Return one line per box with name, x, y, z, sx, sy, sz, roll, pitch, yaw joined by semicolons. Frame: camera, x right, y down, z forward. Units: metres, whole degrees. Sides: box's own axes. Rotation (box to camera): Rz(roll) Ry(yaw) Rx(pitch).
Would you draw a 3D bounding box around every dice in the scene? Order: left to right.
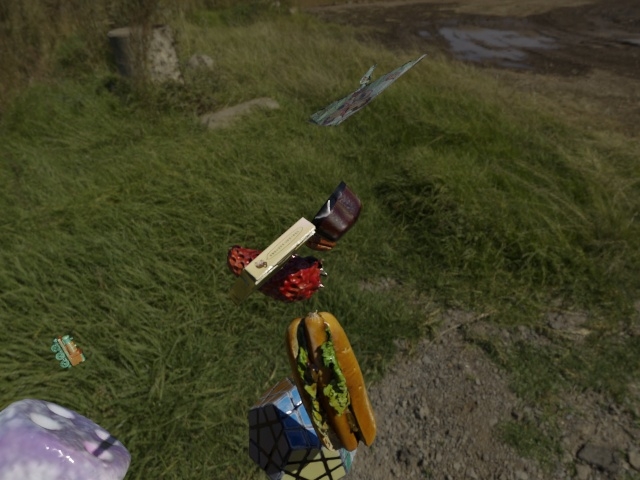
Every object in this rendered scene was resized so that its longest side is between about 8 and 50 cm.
dice;-0.570;0.498;0.851;0.271;0.270;0.270;34;70;-8

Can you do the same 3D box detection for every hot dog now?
hot dog;0.001;0.001;1.105;0.038;0.062;0.144;46;12;22
hot dog;0.016;0.281;0.839;0.135;0.337;0.100;-11;21;16

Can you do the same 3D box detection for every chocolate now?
chocolate;0.029;-0.042;0.929;0.080;0.125;0.149;35;48;-2

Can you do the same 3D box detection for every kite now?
kite;0.064;-0.235;0.674;0.229;0.012;0.250;-18;32;34

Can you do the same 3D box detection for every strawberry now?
strawberry;-0.125;0.107;1.282;0.280;0.150;0.253;11;-7;-30

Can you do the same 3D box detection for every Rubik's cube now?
Rubik's cube;-0.044;0.518;1.187;0.319;0.264;0.319;6;50;-7

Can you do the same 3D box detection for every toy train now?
toy train;-0.761;0.331;1.297;0.064;0.103;0.044;-26;18;-17

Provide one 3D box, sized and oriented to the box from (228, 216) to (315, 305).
box;-0.053;0.026;0.426;0.073;0.149;0.020;-41;90;-24
